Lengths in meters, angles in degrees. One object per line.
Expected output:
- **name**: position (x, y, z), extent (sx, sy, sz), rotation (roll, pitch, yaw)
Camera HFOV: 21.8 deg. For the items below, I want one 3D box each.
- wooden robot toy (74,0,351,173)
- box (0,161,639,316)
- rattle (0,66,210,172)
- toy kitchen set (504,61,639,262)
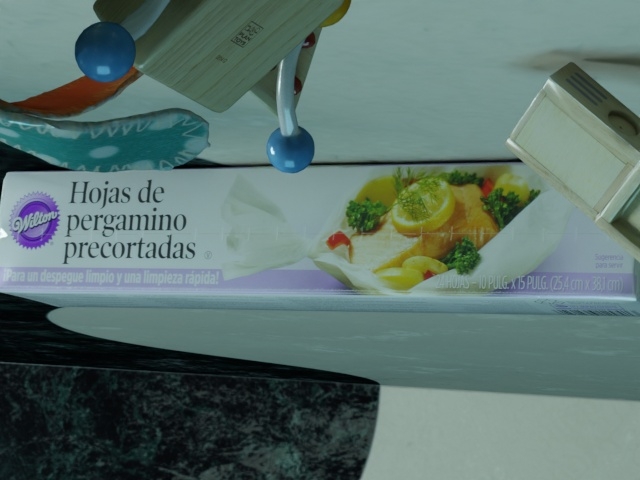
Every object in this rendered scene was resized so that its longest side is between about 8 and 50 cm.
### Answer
- **wooden robot toy**: position (-0.018, -0.076, 0.364), extent (0.079, 0.076, 0.173), rotation (-36, 160, 13)
- **box**: position (0.000, 0.000, 0.785), extent (0.324, 0.063, 0.067), rotation (0, 169, 24)
- **rattle**: position (-0.128, -0.019, 0.351), extent (0.130, 0.142, 0.200), rotation (20, 171, 27)
- **toy kitchen set**: position (0.126, -0.046, 0.566), extent (0.083, 0.075, 0.068), rotation (-34, 161, -47)
